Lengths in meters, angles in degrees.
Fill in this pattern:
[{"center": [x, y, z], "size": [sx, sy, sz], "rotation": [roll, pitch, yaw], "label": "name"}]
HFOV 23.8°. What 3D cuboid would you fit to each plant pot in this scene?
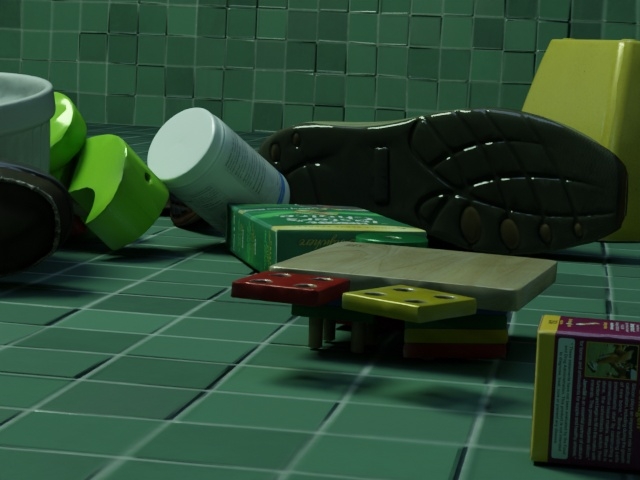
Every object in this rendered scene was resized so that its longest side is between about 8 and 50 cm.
[{"center": [0.316, -0.104, 1.507], "size": [0.212, 0.187, 0.212], "rotation": [0, 7, -21], "label": "plant pot"}]

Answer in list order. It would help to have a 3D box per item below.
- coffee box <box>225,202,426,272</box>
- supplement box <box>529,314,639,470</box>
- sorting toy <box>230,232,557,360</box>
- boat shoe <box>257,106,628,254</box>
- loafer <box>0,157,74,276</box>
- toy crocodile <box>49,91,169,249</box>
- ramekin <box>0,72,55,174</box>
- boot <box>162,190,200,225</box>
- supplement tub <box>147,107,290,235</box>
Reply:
[{"center": [0.000, 0.000, 1.122], "size": [0.113, 0.040, 0.184], "rotation": [1, 7, -13], "label": "coffee box"}, {"center": [0.127, 0.061, 0.604], "size": [0.083, 0.055, 0.043], "rotation": [5, 7, 11], "label": "supplement box"}, {"center": [0.051, 0.035, 0.826], "size": [0.132, 0.046, 0.274], "rotation": [5, 7, 17], "label": "sorting toy"}, {"center": [0.106, -0.056, 1.320], "size": [0.324, 0.122, 0.120], "rotation": [6, 4, 21], "label": "boat shoe"}, {"center": [-0.259, 0.000, 0.932], "size": [0.220, 0.080, 0.078], "rotation": [-6, 22, -16], "label": "loafer"}, {"center": [-0.269, -0.049, 1.220], "size": [0.340, 0.105, 0.115], "rotation": [6, -33, 26], "label": "toy crocodile"}, {"center": [-0.286, -0.051, 1.059], "size": [0.207, 0.109, 0.207], "rotation": [-1, 14, 0], "label": "ramekin"}, {"center": [-0.091, -0.056, 1.395], "size": [0.106, 0.082, 0.219], "rotation": [-2, 6, -16], "label": "boot"}, {"center": [-0.080, -0.051, 1.223], "size": [0.071, 0.071, 0.107], "rotation": [9, -24, 42], "label": "supplement tub"}]
